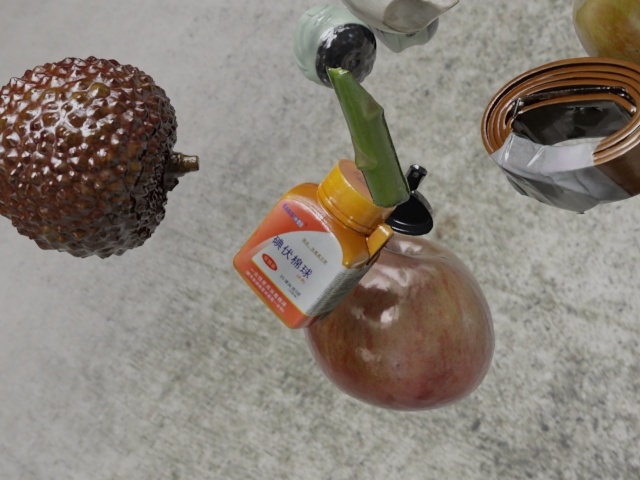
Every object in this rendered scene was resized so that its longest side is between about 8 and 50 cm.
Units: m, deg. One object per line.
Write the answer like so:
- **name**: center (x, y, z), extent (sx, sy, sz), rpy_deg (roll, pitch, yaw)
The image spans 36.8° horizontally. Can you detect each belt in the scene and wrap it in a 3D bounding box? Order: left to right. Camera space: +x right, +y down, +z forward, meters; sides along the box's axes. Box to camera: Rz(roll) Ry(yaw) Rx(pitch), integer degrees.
- **belt**: center (0.336, -0.137, 1.248), extent (0.261, 0.105, 0.184), rpy_deg (2, 65, 43)

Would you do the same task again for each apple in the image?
- **apple**: center (0.130, 0.120, 1.627), extent (0.344, 0.269, 0.345), rpy_deg (-6, 27, 3)
- **apple**: center (0.470, -0.313, 1.274), extent (0.234, 0.257, 0.257), rpy_deg (29, 71, 2)

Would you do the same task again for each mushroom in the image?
- **mushroom**: center (0.046, -0.268, 0.972), extent (0.212, 0.088, 0.097), rpy_deg (32, 70, 30)

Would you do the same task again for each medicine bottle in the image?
- **medicine bottle**: center (0.000, 0.000, 1.350), extent (0.149, 0.112, 0.222), rpy_deg (46, 115, 15)

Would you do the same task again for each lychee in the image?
- **lychee**: center (-0.315, -0.112, 1.298), extent (0.304, 0.276, 0.276), rpy_deg (6, 54, 0)

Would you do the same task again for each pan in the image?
- **pan**: center (0.131, -0.073, 1.505), extent (0.136, 0.235, 0.028), rpy_deg (30, 68, 1)

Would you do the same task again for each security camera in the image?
- **security camera**: center (0.072, -0.411, 1.865), extent (0.277, 0.197, 0.191), rpy_deg (-33, 47, -3)

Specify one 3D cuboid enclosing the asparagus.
- **asparagus**: center (0.048, -0.106, 0.957), extent (0.045, 0.178, 0.041), rpy_deg (-14, 42, 11)
